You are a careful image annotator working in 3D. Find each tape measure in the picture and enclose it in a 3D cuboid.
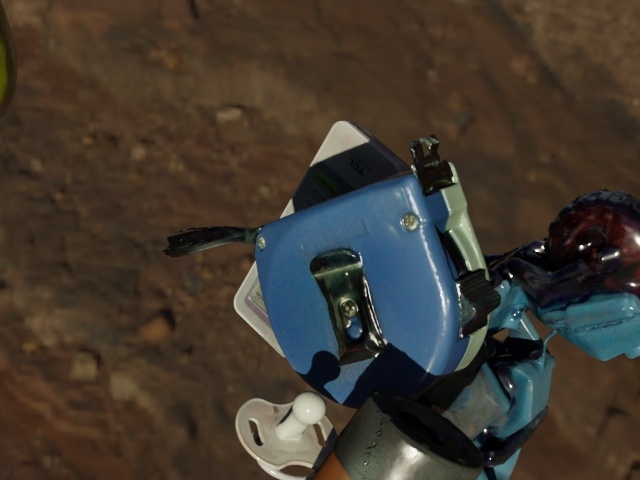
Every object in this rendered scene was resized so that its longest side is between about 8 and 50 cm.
[{"bbox_3d":[-0.005,0.056,1.555,0.351,0.215,0.098,-19,1,38],"label":"tape measure"}]

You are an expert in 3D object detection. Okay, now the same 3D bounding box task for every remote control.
[{"bbox_3d":[0.000,0.000,1.761,0.103,0.250,0.034,43,26,27],"label":"remote control"}]

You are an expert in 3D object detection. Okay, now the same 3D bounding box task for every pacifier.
[{"bbox_3d":[-0.019,0.159,1.425,0.099,0.078,0.081,6,46,-34],"label":"pacifier"}]

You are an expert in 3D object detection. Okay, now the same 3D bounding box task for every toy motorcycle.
[{"bbox_3d":[0.208,0.115,1.718,0.232,0.416,0.172,59,34,0],"label":"toy motorcycle"}]

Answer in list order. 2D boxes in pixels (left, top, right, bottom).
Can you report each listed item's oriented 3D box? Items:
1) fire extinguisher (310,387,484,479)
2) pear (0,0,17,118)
[{"bbox_3d":[0.003,0.305,1.421,0.113,0.376,0.200,41,13,29],"label":"fire extinguisher"},{"bbox_3d":[-0.398,-0.162,1.479,0.253,0.253,0.307,-14,2,-32],"label":"pear"}]
